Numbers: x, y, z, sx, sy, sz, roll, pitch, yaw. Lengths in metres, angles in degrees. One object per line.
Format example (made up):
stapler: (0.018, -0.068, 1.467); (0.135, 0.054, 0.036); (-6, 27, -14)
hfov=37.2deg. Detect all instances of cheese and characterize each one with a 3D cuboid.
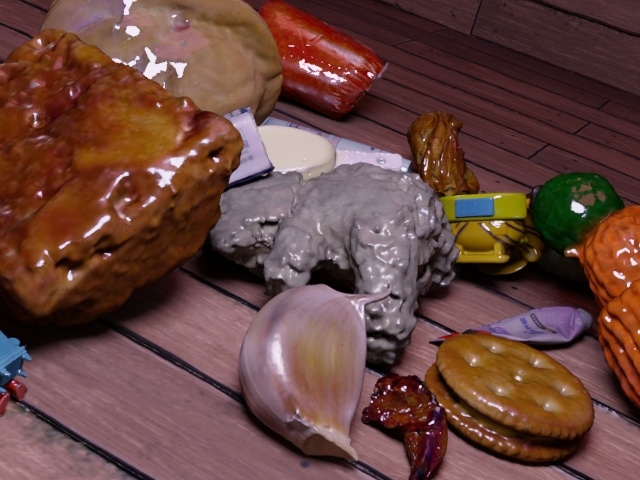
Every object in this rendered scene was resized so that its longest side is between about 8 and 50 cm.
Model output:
cheese: (0.002, -0.127, 1.511); (0.255, 0.050, 0.127); (4, 46, 3)

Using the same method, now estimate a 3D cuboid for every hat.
hat: (0.488, 0.054, 1.366); (0.285, 0.285, 0.400); (2, 38, -28)

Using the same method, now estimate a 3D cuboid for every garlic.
garlic: (-0.012, 0.115, 1.116); (0.148, 0.128, 0.266); (40, 53, -27)

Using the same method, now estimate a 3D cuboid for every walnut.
walnut: (-0.274, -0.282, 1.550); (0.384, 0.383, 0.383); (13, 25, -6)

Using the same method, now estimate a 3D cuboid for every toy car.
toy car: (0.293, -0.014, 1.577); (0.200, 0.142, 0.248); (-2, -3, 31)

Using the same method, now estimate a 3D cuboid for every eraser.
eraser: (-0.218, -0.102, 1.381); (0.287, 0.086, 0.130); (-21, 20, -1)

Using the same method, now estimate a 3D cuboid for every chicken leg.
chicken leg: (0.106, 0.221, 1.106); (0.093, 0.053, 0.205); (-16, 26, -11)

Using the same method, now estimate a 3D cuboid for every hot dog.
hot dog: (0.238, -0.155, 1.837); (0.114, 0.175, 0.259); (-19, 26, 9)

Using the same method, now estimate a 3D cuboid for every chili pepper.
chili pepper: (-0.021, -0.385, 2.147); (0.305, 0.229, 0.251); (30, -4, 2)

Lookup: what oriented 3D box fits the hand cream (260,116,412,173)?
hand cream: (0.018, -0.179, 1.890); (0.331, 0.058, 0.085); (17, 43, 12)

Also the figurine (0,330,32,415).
figurine: (-0.374, 0.119, 0.998); (0.140, 0.075, 0.068); (25, 27, 14)

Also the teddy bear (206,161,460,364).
teddy bear: (0.000, 0.000, 1.380); (0.368, 0.224, 0.357); (7, 23, 18)

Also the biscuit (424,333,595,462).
biscuit: (0.243, 0.196, 1.219); (0.220, 0.066, 0.220); (16, 23, -7)

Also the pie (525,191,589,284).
pie: (0.500, -0.001, 1.740); (0.288, 0.103, 0.354); (2, 24, -26)

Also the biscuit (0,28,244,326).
biscuit: (-0.333, -0.080, 1.195); (0.395, 0.166, 0.343); (33, 59, 32)

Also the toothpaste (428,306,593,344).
toothpaste: (0.297, 0.130, 1.404); (0.301, 0.048, 0.075); (-2, 13, -37)
